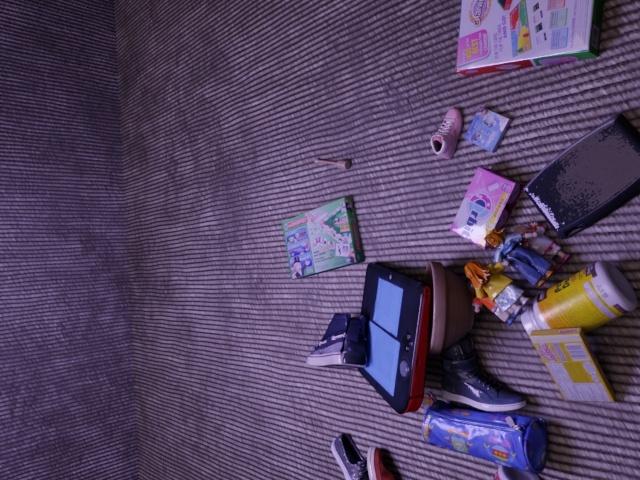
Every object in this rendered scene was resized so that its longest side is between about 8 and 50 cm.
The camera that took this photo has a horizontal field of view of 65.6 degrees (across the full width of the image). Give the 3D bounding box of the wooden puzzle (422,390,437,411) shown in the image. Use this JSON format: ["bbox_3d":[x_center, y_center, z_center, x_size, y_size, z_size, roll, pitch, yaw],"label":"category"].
[{"bbox_3d":[0.311,0.462,1.407,0.083,0.006,0.049,52,125,30],"label":"wooden puzzle"}]

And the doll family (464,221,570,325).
[{"bbox_3d":[0.432,0.058,1.140,0.163,0.118,0.263,42,98,27],"label":"doll family"}]

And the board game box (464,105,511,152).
[{"bbox_3d":[0.423,-0.282,1.259,0.090,0.020,0.090,39,118,36],"label":"board game box"}]

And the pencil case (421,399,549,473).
[{"bbox_3d":[0.400,0.476,1.231,0.306,0.119,0.133,-5,124,45],"label":"pencil case"}]

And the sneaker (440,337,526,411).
[{"bbox_3d":[0.401,0.335,1.256,0.226,0.086,0.163,-1,92,45],"label":"sneaker"}]

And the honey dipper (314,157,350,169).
[{"bbox_3d":[0.034,-0.257,1.646,0.161,0.030,0.030,16,103,45],"label":"honey dipper"}]

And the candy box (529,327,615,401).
[{"bbox_3d":[0.544,0.271,1.071,0.105,0.027,0.205,-13,118,46],"label":"candy box"}]

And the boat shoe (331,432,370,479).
[{"bbox_3d":[0.118,0.712,1.566,0.228,0.080,0.076,52,127,40],"label":"boat shoe"}]

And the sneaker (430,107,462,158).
[{"bbox_3d":[0.333,-0.287,1.316,0.051,0.070,0.134,20,104,45],"label":"sneaker"}]

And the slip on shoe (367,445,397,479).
[{"bbox_3d":[0.227,0.761,1.444,0.101,0.123,0.331,-28,62,8],"label":"slip on shoe"}]

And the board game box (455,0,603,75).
[{"bbox_3d":[0.481,-0.532,1.162,0.317,0.064,0.242,9,98,45],"label":"board game box"}]

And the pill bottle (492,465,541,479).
[{"bbox_3d":[0.452,0.639,1.198,0.108,0.108,0.180,31,112,40],"label":"pill bottle"}]

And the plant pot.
[{"bbox_3d":[0.327,0.173,1.271,0.110,0.237,0.237,2,93,6],"label":"plant pot"}]

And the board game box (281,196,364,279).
[{"bbox_3d":[0.000,0.000,1.677,0.317,0.046,0.213,-18,78,44],"label":"board game box"}]

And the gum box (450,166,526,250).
[{"bbox_3d":[0.414,-0.077,1.244,0.107,0.062,0.188,36,116,39],"label":"gum box"}]

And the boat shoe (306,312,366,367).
[{"bbox_3d":[0.053,0.318,1.562,0.340,0.127,0.158,149,130,-63],"label":"boat shoe"}]

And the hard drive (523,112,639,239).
[{"bbox_3d":[0.581,-0.136,1.081,0.254,0.054,0.172,-45,61,36],"label":"hard drive"}]

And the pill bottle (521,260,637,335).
[{"bbox_3d":[0.550,0.143,1.076,0.215,0.117,0.117,-43,62,37],"label":"pill bottle"}]

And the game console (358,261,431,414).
[{"bbox_3d":[0.187,0.252,1.369,0.386,0.060,0.341,-158,70,-73],"label":"game console"}]
